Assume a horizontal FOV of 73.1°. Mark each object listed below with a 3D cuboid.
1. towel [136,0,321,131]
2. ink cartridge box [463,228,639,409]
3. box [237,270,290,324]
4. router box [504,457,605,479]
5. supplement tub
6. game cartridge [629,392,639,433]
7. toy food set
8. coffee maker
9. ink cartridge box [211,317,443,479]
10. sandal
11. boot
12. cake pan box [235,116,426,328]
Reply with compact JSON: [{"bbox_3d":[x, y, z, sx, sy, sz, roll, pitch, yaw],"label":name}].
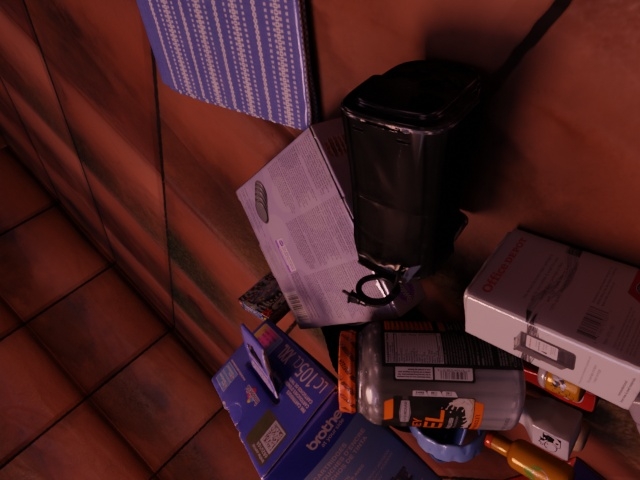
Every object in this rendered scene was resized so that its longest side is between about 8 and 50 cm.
[{"bbox_3d":[-0.139,-0.291,0.574,0.336,0.040,0.243,26,142,31],"label":"towel"},{"bbox_3d":[0.229,0.064,0.408,0.150,0.109,0.063,24,145,36],"label":"ink cartridge box"},{"bbox_3d":[-0.077,0.094,0.824,0.094,0.137,0.027,21,141,39],"label":"box"},{"bbox_3d":[0.448,0.513,0.665,0.335,0.082,0.301,37,149,20],"label":"router box"},{"bbox_3d":[0.117,0.150,0.491,0.190,0.117,0.117,-1,135,7],"label":"supplement tub"},{"bbox_3d":[0.460,0.216,0.315,0.355,0.068,0.230,-9,110,58],"label":"game cartridge"},{"bbox_3d":[0.257,0.188,0.513,0.104,0.111,0.232,18,141,42],"label":"toy food set"},{"bbox_3d":[0.084,-0.053,0.407,0.120,0.171,0.178,5,137,16],"label":"coffee maker"},{"bbox_3d":[-0.004,0.293,0.683,0.395,0.151,0.270,47,168,-27],"label":"ink cartridge box"},{"bbox_3d":[0.164,0.271,0.662,0.317,0.126,0.138,83,173,-61],"label":"sandal"},{"bbox_3d":[0.097,0.183,0.737,0.207,0.094,0.246,2,121,57],"label":"boot"},{"bbox_3d":[0.000,0.000,0.614,0.246,0.070,0.267,-26,89,57],"label":"cake pan box"}]
